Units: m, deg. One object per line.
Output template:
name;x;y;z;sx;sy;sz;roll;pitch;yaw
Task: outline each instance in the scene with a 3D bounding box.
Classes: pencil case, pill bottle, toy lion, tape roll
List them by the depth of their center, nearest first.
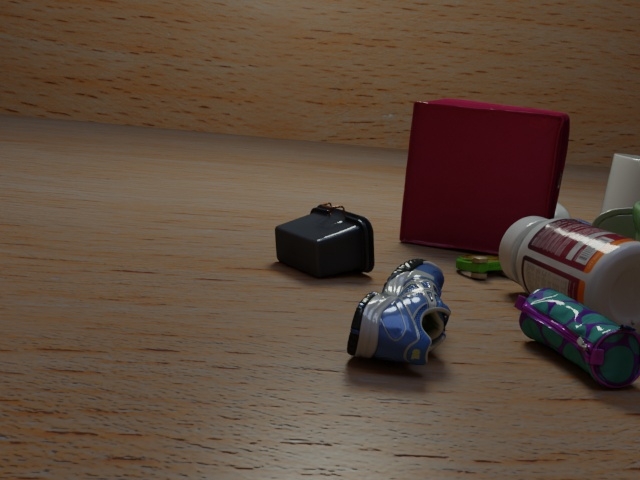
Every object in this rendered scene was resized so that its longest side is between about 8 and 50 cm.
pencil case;0.273;0.099;0.831;0.070;0.064;0.152;19;7;-20
pill bottle;0.332;0.038;1.011;0.121;0.121;0.221;2;13;-19
toy lion;0.249;0.035;1.213;0.100;0.034;0.096;-2;7;-32
tape roll;0.686;-0.069;1.541;0.246;0.169;0.246;8;11;-2

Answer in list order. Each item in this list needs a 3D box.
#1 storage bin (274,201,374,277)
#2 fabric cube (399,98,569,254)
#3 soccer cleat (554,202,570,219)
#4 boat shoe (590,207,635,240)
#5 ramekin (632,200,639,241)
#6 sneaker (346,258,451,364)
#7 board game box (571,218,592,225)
storage bin;0.000;0.000;1.125;0.091;0.098;0.135;-16;23;-35
fabric cube;0.306;-0.121;1.429;0.259;0.254;0.258;10;12;17
soccer cleat;0.417;-0.110;1.692;0.116;0.143;0.331;0;13;-23
boat shoe;0.576;0.020;1.202;0.340;0.127;0.113;9;11;7
ramekin;0.550;0.047;1.003;0.303;0.148;0.303;6;12;-1
sneaker;0.100;0.081;0.835;0.081;0.080;0.211;17;25;19
board game box;0.538;-0.031;1.675;0.090;0.020;0.090;2;13;-12
